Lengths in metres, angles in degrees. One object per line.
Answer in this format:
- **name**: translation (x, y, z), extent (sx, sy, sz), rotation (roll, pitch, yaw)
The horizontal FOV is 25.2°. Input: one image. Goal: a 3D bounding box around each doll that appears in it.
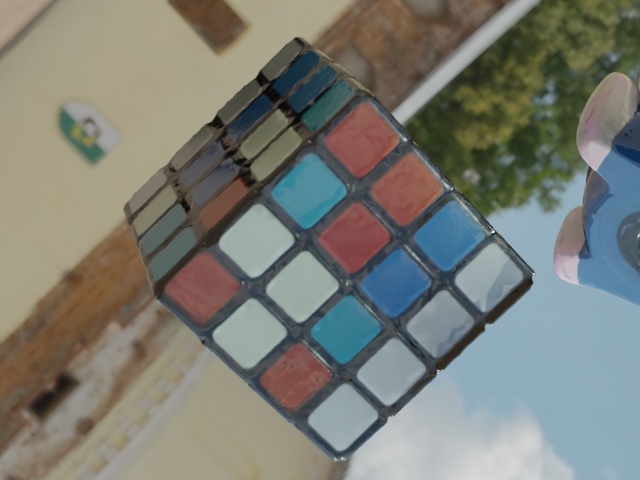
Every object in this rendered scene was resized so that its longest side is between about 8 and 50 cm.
- **doll**: translation (0.343, -0.083, 1.141), extent (0.310, 0.240, 0.284), rotation (-47, 166, -35)

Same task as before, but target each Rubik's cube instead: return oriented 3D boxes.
- **Rubik's cube**: translation (0.000, 0.000, 0.816), extent (0.154, 0.155, 0.151), rotation (-43, -156, 4)
